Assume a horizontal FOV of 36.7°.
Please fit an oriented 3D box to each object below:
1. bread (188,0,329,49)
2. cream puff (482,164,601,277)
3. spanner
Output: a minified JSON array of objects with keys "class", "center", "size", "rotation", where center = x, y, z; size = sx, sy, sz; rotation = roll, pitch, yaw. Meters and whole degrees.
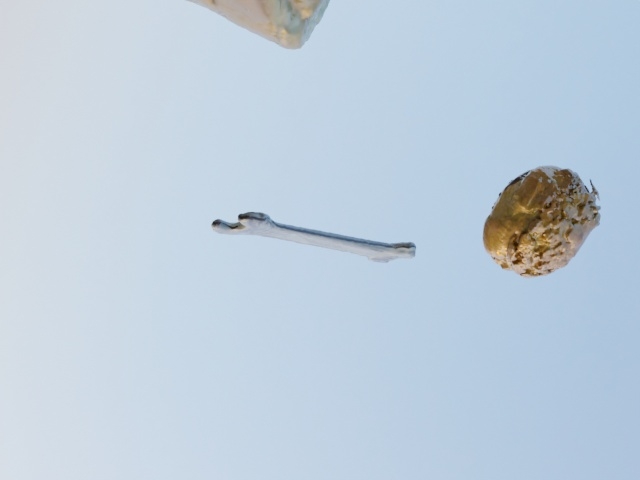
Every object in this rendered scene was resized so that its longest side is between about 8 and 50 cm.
[{"class":"bread","center":[-0.130,-0.373,0.954],"size":[0.210,0.341,0.301],"rotation":[-54,169,-46]},{"class":"cream puff","center":[0.346,-0.025,1.478],"size":[0.129,0.189,0.189],"rotation":[41,-71,35]},{"class":"spanner","center":[0.000,0.000,1.120],"size":[0.071,0.301,0.018],"rotation":[-18,-110,41]}]
